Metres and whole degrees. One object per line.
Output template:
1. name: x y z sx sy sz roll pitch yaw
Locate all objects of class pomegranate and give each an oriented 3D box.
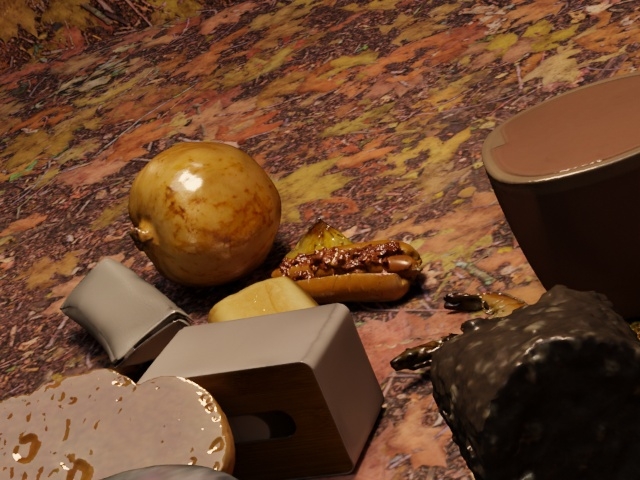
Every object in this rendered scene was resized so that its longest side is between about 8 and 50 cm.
1. pomegranate: -0.178 -0.038 2.397 0.248 0.248 0.248 -19 24 9

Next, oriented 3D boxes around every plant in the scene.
1. plant: 0.231 0.158 1.634 0.215 0.213 0.312 -24 14 3

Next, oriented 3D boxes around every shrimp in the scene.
1. shrimp: 0.163 0.108 2.009 0.195 0.035 0.148 -20 26 -10

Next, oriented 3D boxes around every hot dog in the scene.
1. hot dog: 0.037 0.040 2.212 0.249 0.076 0.102 -5 37 35

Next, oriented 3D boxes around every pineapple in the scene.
1. pineapple: 0.000 0.000 2.349 0.114 0.077 0.114 -16 11 5

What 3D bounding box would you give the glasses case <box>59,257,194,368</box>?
1. glasses case: -0.280 0.118 2.335 0.128 0.083 0.308 -35 26 -12

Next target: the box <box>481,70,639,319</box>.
1. box: 0.356 -0.052 1.942 0.301 0.216 0.301 -18 23 8

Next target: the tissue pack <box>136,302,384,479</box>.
1. tissue pack: -0.070 0.186 1.910 0.246 0.159 0.136 -11 25 28

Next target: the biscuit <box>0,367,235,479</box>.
1. biscuit: -0.276 0.276 1.798 0.375 0.051 0.269 -19 52 1

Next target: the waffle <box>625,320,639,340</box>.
1. waffle: 0.359 0.119 1.839 0.078 0.016 0.085 0 32 44

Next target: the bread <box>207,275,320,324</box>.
1. bread: -0.059 0.129 2.089 0.147 0.098 0.217 -25 26 -6

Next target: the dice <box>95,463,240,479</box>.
1. dice: -0.128 0.406 1.270 0.327 0.348 0.330 -21 23 9
